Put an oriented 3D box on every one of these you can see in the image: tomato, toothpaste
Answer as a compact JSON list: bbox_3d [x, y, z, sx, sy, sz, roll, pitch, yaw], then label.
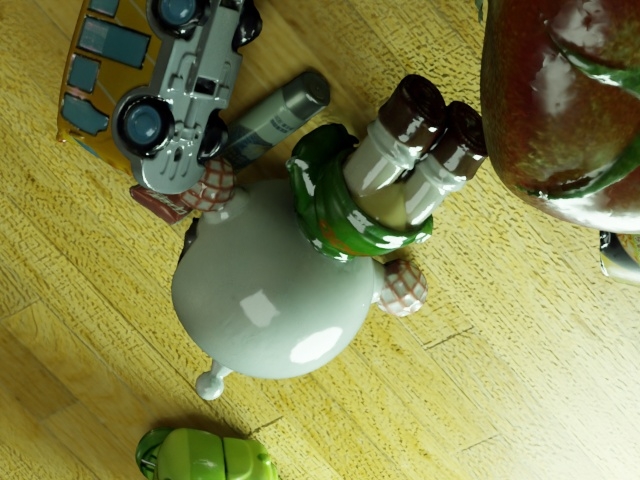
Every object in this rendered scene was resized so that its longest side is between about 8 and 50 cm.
[{"bbox_3d":[0.237,-0.164,1.454,0.303,0.239,0.304,-9,125,-13],"label":"tomato"},{"bbox_3d":[-0.083,-0.084,1.838,0.062,0.039,0.239,37,131,-26],"label":"toothpaste"}]

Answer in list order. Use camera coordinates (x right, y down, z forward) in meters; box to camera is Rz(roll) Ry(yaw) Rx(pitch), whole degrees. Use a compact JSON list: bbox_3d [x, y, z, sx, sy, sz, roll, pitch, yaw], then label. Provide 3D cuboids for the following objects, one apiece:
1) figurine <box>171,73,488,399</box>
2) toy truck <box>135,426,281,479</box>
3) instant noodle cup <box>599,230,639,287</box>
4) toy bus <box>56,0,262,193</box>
[{"bbox_3d":[0.000,0.000,1.800,0.281,0.167,0.370,29,125,-26],"label":"figurine"},{"bbox_3d":[-0.105,0.283,2.071,0.210,0.148,0.187,-12,121,0],"label":"toy truck"},{"bbox_3d":[0.338,-0.042,1.640,0.182,0.230,0.230,6,129,23],"label":"instant noodle cup"},{"bbox_3d":[-0.146,-0.155,1.705,0.136,0.126,0.210,19,97,23],"label":"toy bus"}]
